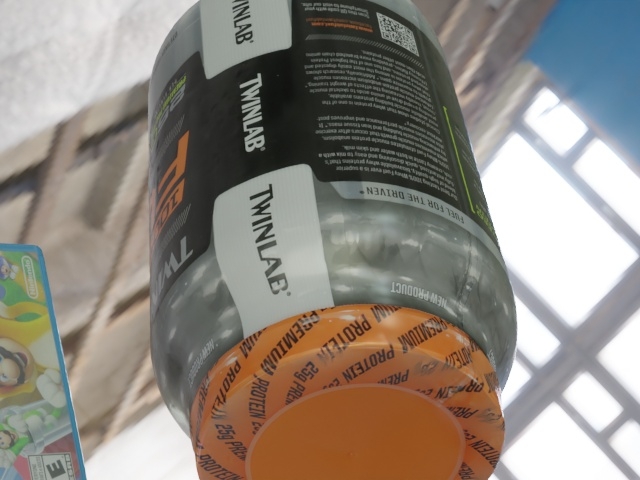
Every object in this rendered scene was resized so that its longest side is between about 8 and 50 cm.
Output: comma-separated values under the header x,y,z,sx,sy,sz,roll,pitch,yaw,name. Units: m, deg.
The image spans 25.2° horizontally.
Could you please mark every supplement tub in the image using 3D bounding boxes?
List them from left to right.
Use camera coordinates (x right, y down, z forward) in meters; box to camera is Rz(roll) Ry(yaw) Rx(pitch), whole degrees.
x,y,z,sx,sy,sz,roll,pitch,yaw,name
0.000,0.000,0.802,0.193,0.193,0.316,-50,29,30,supplement tub

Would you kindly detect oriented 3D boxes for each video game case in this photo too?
x,y,z,sx,sy,sz,roll,pitch,yaw,name
-0.179,0.053,0.584,0.166,0.119,0.015,4,-28,-40,video game case
